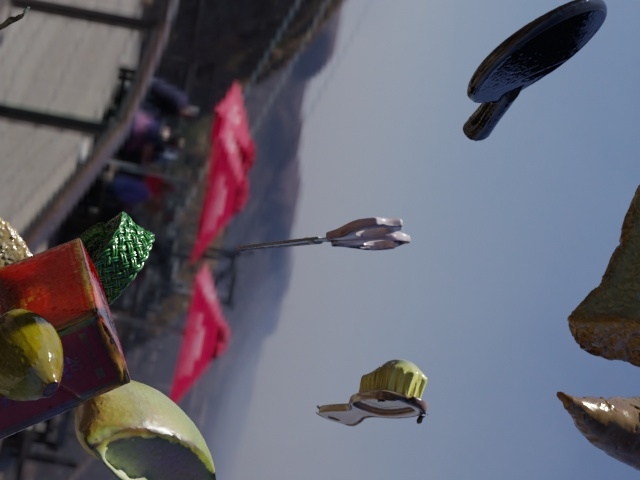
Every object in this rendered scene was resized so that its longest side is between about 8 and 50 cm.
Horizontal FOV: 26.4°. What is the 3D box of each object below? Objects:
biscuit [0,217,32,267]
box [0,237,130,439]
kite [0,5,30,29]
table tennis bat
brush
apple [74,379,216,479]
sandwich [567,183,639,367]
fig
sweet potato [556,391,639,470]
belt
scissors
[{"bbox_3d":[-0.463,0.065,1.772,0.033,0.219,0.220,-19,-123,61],"label":"biscuit"},{"bbox_3d":[-0.353,0.123,1.318,0.197,0.313,0.089,-126,-165,-65],"label":"box"},{"bbox_3d":[-0.362,-0.218,1.455,0.011,0.156,0.139,22,58,-47],"label":"kite"},{"bbox_3d":[0.194,-0.161,1.324,0.027,0.150,0.236,59,-26,13],"label":"table tennis bat"},{"bbox_3d":[0.063,0.189,1.672,0.313,0.072,0.067,143,-31,-71],"label":"brush"},{"bbox_3d":[-0.223,0.250,1.748,0.193,0.120,0.265,53,-3,48],"label":"apple"},{"bbox_3d":[0.447,0.046,1.649,0.251,0.226,0.087,-58,154,-31],"label":"sandwich"},{"bbox_3d":[-0.249,0.102,1.151,0.088,0.074,0.074,40,-49,39],"label":"fig"},{"bbox_3d":[0.253,0.146,1.004,0.060,0.206,0.068,19,-90,66],"label":"sweet potato"},{"bbox_3d":[-0.286,0.026,1.781,0.151,0.079,0.121,-38,-159,46],"label":"belt"},{"bbox_3d":[0.000,0.000,1.468,0.100,0.189,0.015,50,35,-69],"label":"scissors"}]
